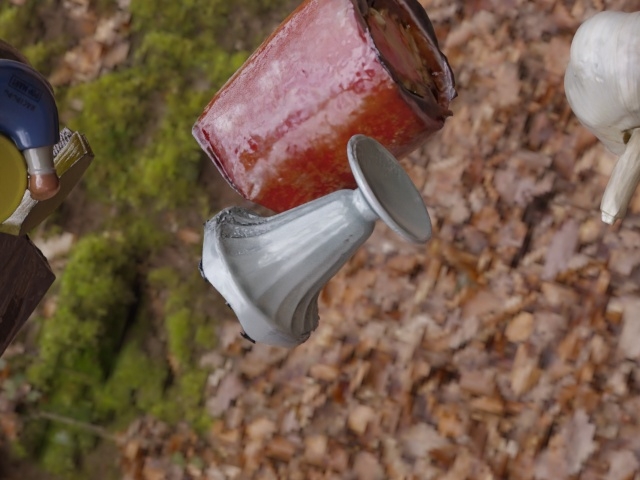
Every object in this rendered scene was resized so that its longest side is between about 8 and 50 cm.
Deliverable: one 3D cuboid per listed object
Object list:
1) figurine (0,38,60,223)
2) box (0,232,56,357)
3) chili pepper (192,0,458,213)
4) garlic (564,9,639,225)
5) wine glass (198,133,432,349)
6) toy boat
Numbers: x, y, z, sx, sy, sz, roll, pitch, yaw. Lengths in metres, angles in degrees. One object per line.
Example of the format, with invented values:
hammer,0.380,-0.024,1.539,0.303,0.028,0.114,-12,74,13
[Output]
figurine,-0.332,-0.115,1.263,0.158,0.161,0.275,-57,27,3
box,-0.472,0.014,1.581,0.153,0.252,0.188,-59,-30,-25
chili pepper,0.012,-0.175,1.763,0.305,0.229,0.251,-42,73,29
garlic,0.331,-0.121,1.391,0.226,0.199,0.199,-67,12,-22
wine glass,0.000,0.000,1.351,0.196,0.165,0.165,-32,32,22
toy boat,-0.306,-0.059,1.471,0.149,0.049,0.047,-48,-21,5
